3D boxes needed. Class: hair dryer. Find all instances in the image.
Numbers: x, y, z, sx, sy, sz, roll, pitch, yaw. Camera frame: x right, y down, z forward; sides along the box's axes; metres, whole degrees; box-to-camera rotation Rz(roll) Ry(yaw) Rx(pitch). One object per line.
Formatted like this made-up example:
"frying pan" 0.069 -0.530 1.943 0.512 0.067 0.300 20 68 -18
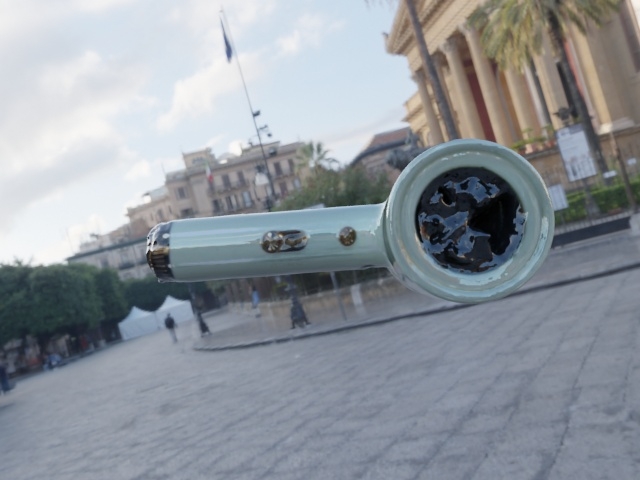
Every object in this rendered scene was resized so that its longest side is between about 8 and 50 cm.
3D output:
"hair dryer" 0.000 0.000 0.550 0.363 0.128 0.203 -4 -3 3
